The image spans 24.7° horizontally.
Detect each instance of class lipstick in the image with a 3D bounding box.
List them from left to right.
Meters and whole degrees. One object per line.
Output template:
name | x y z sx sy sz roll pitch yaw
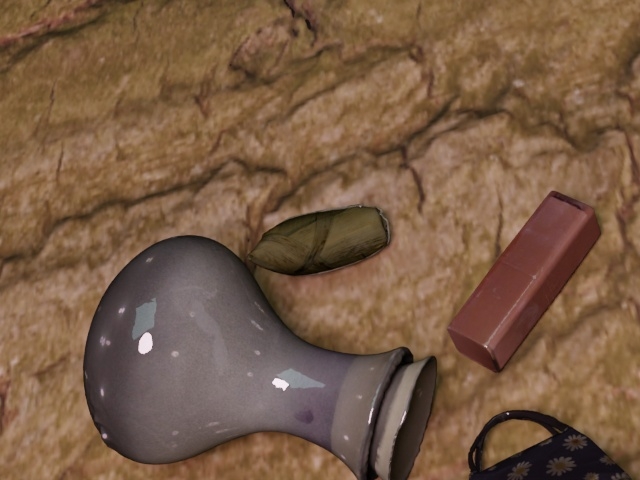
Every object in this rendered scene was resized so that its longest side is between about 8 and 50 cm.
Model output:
lipstick | 0.161 0.031 1.144 0.045 0.045 0.145 28 71 33

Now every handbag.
handbag | 0.155 0.172 1.040 0.115 0.072 0.139 -28 38 3

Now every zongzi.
zongzi | 0.000 0.000 1.189 0.104 0.113 0.052 -15 88 11

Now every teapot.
teapot | -0.044 0.102 1.103 0.250 0.183 0.183 15 62 16
